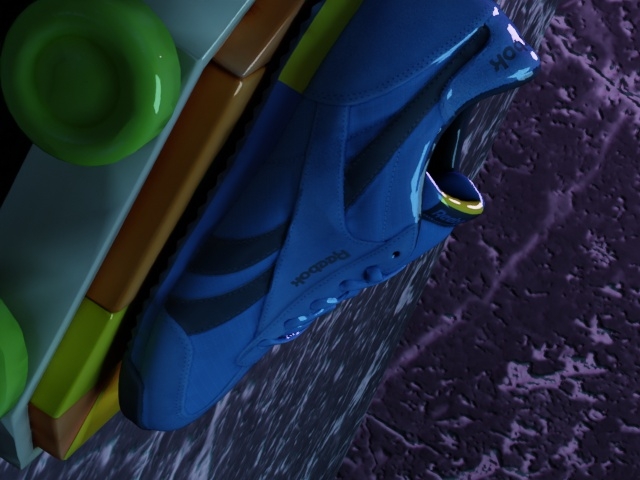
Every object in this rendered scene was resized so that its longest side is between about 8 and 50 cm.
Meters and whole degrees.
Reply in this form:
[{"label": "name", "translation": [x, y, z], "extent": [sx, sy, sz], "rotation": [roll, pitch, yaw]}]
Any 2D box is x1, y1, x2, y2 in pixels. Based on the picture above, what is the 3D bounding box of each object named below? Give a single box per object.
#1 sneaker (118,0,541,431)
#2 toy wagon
[{"label": "sneaker", "translation": [0.000, 0.000, 0.694], "extent": [0.209, 0.082, 0.069], "rotation": [-58, 176, 25]}, {"label": "toy wagon", "translation": [-0.036, -0.071, 0.731], "extent": [0.344, 0.068, 0.267], "rotation": [-59, 174, 26]}]
